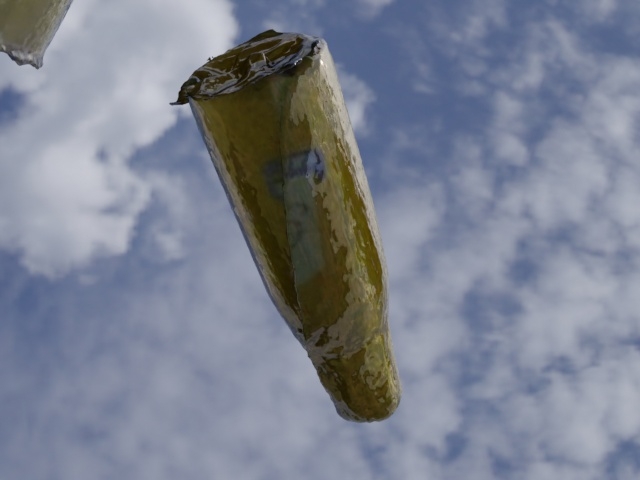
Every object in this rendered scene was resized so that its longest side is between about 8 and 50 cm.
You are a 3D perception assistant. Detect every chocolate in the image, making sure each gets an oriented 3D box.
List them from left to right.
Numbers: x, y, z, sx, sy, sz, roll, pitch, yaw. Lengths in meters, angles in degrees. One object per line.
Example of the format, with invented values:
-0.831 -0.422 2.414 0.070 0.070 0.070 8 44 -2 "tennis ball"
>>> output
0.000 0.000 0.845 0.085 0.086 0.219 -5 -61 29 "chocolate"

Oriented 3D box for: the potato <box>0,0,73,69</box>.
-0.362 -0.339 1.182 0.385 0.442 0.320 26 -86 46 "potato"
